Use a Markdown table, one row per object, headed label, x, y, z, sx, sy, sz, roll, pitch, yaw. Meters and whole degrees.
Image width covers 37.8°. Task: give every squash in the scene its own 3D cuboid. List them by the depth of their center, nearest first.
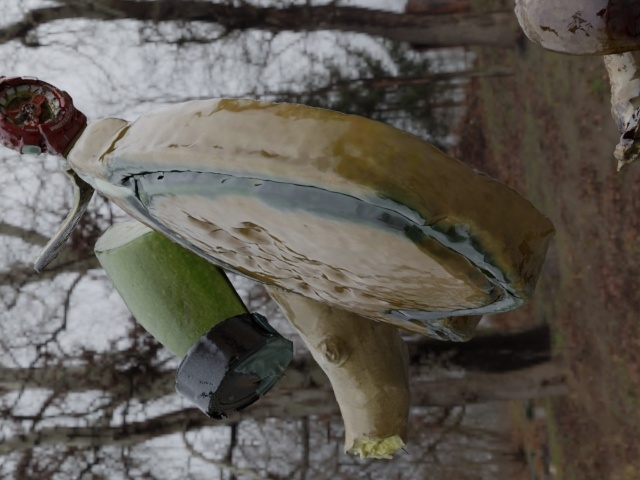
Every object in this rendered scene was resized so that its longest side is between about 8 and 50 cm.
| label | x | y | z | sx | sy | sz | roll | pitch | yaw |
| --- | --- | --- | --- | --- | --- | --- | --- | --- | --- |
| squash | -0.171 | 0.092 | 1.163 | 0.093 | 0.169 | 0.252 | -42 | -69 | -30 |

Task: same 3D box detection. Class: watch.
| label | x | y | z | sx | sy | sz | roll | pitch | yaw |
| --- | --- | --- | --- | --- | --- | --- | --- | --- | --- |
| watch | -0.353 | -0.075 | 1.099 | 0.268 | 0.165 | 0.102 | -49 | 12 | 47 |

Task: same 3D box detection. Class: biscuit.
| label | x | y | z | sx | sy | sz | roll | pitch | yaw |
| --- | --- | --- | --- | --- | --- | --- | --- | --- | --- |
| biscuit | -0.001 | 0.002 | 0.615 | 0.287 | 0.344 | 0.057 | 33 | -108 | -40 |

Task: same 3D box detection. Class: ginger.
| label | x | y | z | sx | sy | sz | roll | pitch | yaw |
| --- | --- | --- | --- | --- | --- | --- | --- | --- | --- |
| ginger | 0.019 | 0.079 | 1.176 | 0.236 | 0.166 | 0.375 | -76 | -28 | -67 |

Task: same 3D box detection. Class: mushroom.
| label | x | y | z | sx | sy | sz | roll | pitch | yaw |
| --- | --- | --- | --- | --- | --- | --- | --- | --- | --- |
| mushroom | 0.497 | -0.344 | 1.458 | 0.356 | 0.331 | 0.334 | 57 | -177 | -28 |

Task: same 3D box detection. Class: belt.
| label | x | y | z | sx | sy | sz | roll | pitch | yaw |
| --- | --- | --- | --- | --- | --- | --- | --- | --- | --- |
| belt | -0.087 | 0.126 | 0.963 | 0.140 | 0.058 | 0.105 | -8 | -49 | -57 |
